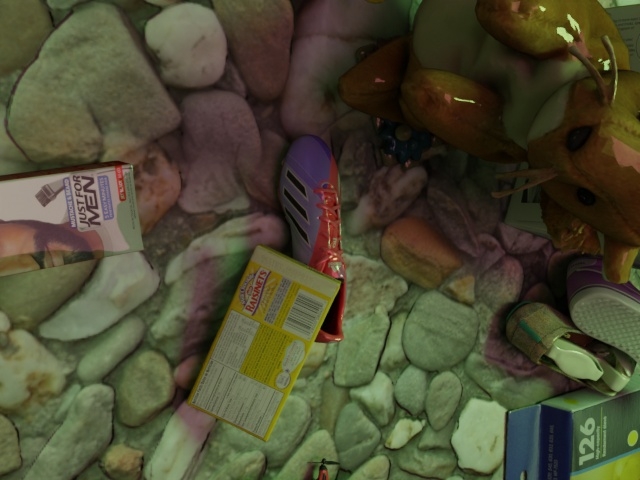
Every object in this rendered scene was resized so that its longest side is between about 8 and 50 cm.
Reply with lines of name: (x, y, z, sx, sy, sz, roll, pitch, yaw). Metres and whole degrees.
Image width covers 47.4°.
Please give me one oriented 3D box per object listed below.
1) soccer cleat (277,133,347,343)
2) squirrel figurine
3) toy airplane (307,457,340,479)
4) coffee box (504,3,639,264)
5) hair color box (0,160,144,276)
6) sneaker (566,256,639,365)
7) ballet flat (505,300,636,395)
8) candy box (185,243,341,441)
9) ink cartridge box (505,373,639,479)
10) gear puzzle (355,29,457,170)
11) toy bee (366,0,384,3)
soccer cleat: (0.000, 0.000, 0.864, 0.083, 0.095, 0.247, -3, 100, -31)
squirrel figurine: (0.273, -0.131, 0.768, 0.397, 0.370, 0.281, 22, 111, -43)
toy airplane: (0.000, 0.359, 0.963, 0.151, 0.028, 0.151, -2, 98, -19)
coffee box: (0.534, -0.121, 1.024, 0.338, 0.338, 0.334, 15, 90, -33)
hair color box: (-0.268, -0.022, 0.723, 0.167, 0.053, 0.093, -12, 105, -28)
sneaker: (0.503, 0.119, 1.134, 0.282, 0.161, 0.102, 35, 118, -9)
ballet flat: (0.415, 0.187, 1.137, 0.316, 0.106, 0.107, 19, 110, -30)
candy box: (-0.065, 0.117, 0.831, 0.105, 0.027, 0.205, 26, 99, 5)
ink cartridge box: (0.441, 0.401, 1.218, 0.307, 0.072, 0.303, -8, 103, -32)
gear puzzle: (0.209, -0.220, 0.983, 0.339, 0.044, 0.175, -25, 110, -26)
toy bee: (0.066, -0.386, 0.801, 0.298, 0.162, 0.195, -45, 116, -17)
